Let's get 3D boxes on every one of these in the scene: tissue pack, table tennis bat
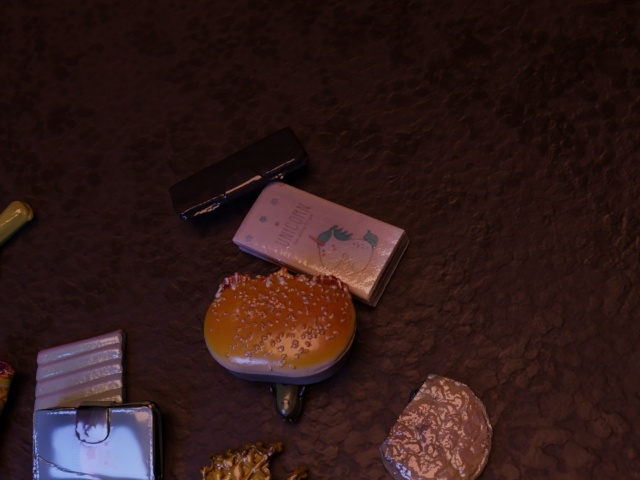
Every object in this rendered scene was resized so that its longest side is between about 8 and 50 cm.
[{"bbox_3d":[0.000,0.000,1.697,0.325,0.071,0.170,22,72,22],"label":"tissue pack"},{"bbox_3d":[-0.795,0.050,1.859,0.369,0.054,0.224,-44,65,-5],"label":"table tennis bat"}]

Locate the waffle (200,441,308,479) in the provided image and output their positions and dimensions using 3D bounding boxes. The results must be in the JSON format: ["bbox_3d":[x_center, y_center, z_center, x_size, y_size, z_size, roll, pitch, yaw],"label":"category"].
[{"bbox_3d":[-0.127,0.486,1.513,0.232,0.051,0.228,-9,67,9],"label":"waffle"}]

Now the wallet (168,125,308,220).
[{"bbox_3d":[-0.181,-0.147,1.790,0.310,0.042,0.165,-26,31,-2],"label":"wallet"}]

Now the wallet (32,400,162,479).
[{"bbox_3d":[-0.429,0.399,1.589,0.251,0.075,0.176,-3,84,10],"label":"wallet"}]

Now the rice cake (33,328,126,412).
[{"bbox_3d":[-0.495,0.285,1.691,0.198,0.037,0.189,-10,64,8],"label":"rice cake"}]

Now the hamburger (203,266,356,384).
[{"bbox_3d":[-0.077,0.162,1.571,0.295,0.151,0.227,3,47,9],"label":"hamburger"}]

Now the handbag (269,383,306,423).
[{"bbox_3d":[-0.060,0.299,1.585,0.072,0.047,0.111,-6,61,8],"label":"handbag"}]

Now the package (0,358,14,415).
[{"bbox_3d":[-0.746,0.379,1.669,0.223,0.108,0.288,0,58,18],"label":"package"}]

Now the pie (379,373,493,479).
[{"bbox_3d":[0.217,0.359,1.495,0.185,0.052,0.218,32,74,25],"label":"pie"}]
